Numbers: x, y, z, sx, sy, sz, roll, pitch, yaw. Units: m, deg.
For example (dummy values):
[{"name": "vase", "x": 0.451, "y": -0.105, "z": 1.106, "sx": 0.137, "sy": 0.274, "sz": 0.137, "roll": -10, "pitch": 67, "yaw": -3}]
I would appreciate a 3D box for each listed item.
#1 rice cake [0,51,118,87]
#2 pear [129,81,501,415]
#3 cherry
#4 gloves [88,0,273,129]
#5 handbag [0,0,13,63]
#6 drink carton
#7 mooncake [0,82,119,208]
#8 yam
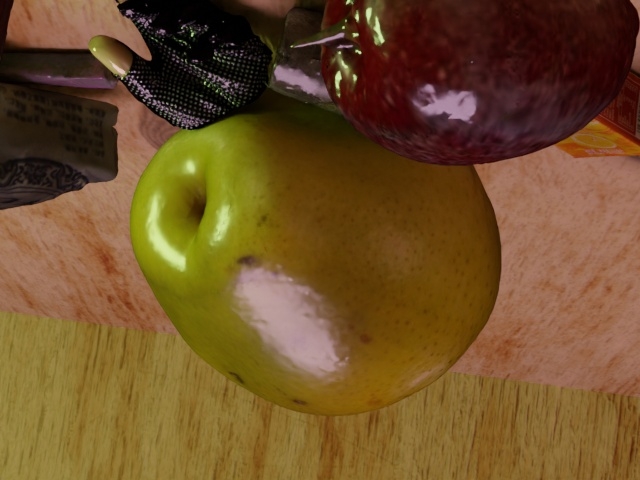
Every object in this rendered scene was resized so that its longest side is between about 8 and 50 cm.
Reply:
[{"name": "rice cake", "x": -0.315, "y": -0.185, "z": 2.141, "sx": 0.206, "sy": 0.036, "sz": 0.047, "roll": 3, "pitch": 160, "yaw": 20}, {"name": "pear", "x": 0.000, "y": 0.000, "z": 2.041, "sx": 0.362, "sy": 0.362, "sz": 0.418, "roll": -3, "pitch": 170, "yaw": 41}, {"name": "cherry", "x": 0.129, "y": -0.162, "z": 1.606, "sx": 0.300, "sy": 0.203, "sz": 0.230, "roll": -3, "pitch": 170, "yaw": -19}, {"name": "gloves", "x": -0.140, "y": -0.199, "z": 1.887, "sx": 0.129, "sy": 0.106, "sz": 0.181, "roll": -4, "pitch": 134, "yaw": 39}, {"name": "handbag", "x": -0.335, "y": -0.202, "z": 1.707, "sx": 0.074, "sy": 0.203, "sz": 0.216, "roll": 25, "pitch": 160, "yaw": -30}, {"name": "drink carton", "x": 0.230, "y": -0.145, "z": 1.900, "sx": 0.096, "sy": 0.071, "sz": 0.223, "roll": -1, "pitch": 165, "yaw": 39}, {"name": "mooncake", "x": -0.382, "y": -0.102, "z": 2.211, "sx": 0.250, "sy": 0.136, "sz": 0.254, "roll": -5, "pitch": 170, "yaw": 42}, {"name": "yam", "x": 0.036, "y": -0.163, "z": 1.879, "sx": 0.183, "sy": 0.107, "sz": 0.107, "roll": 15, "pitch": 166, "yaw": -18}]
